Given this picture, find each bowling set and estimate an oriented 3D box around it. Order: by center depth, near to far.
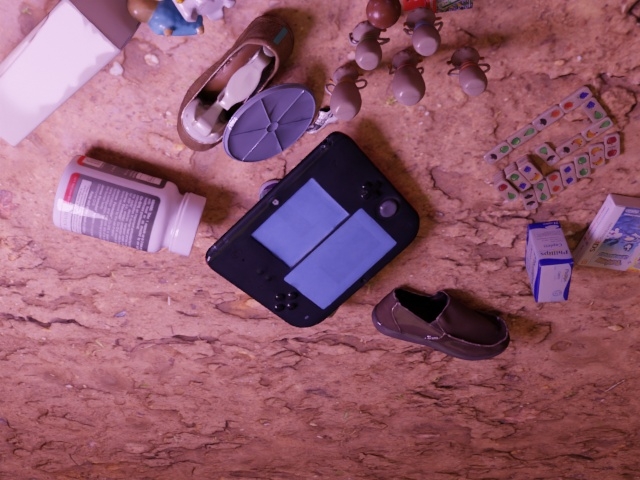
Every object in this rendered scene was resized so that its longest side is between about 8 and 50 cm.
[{"bbox_3d":[0.134,-0.334,0.951,0.286,0.154,0.200,-6,132,8],"label":"bowling set"}]

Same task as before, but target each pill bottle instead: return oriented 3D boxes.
[{"bbox_3d":[-0.401,-0.066,1.224,0.283,0.161,0.161,17,132,-12],"label":"pill bottle"}]

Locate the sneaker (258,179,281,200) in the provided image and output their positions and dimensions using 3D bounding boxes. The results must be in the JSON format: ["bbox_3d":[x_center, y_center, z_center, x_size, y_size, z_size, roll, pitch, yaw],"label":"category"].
[{"bbox_3d":[-0.025,-0.076,1.237,0.223,0.098,0.083,-2,133,5],"label":"sneaker"}]

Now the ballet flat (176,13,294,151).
[{"bbox_3d":[-0.174,-0.263,1.053,0.116,0.124,0.342,38,124,-23],"label":"ballet flat"}]

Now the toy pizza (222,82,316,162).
[{"bbox_3d":[-0.099,-0.226,1.088,0.201,0.032,0.201,-29,158,-13],"label":"toy pizza"}]

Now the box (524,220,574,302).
[{"bbox_3d":[0.514,0.049,1.296,0.072,0.137,0.126,-6,132,9],"label":"box"}]

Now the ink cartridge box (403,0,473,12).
[{"bbox_3d":[0.196,-0.415,0.956,0.115,0.029,0.063,-5,133,7],"label":"ink cartridge box"}]

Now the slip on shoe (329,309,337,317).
[{"bbox_3d":[-0.040,0.074,1.385,0.101,0.123,0.331,12,152,42],"label":"slip on shoe"}]

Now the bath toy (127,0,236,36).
[{"bbox_3d":[-0.165,-0.433,0.838,0.348,0.151,0.129,-18,91,45],"label":"bath toy"}]

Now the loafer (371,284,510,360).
[{"bbox_3d":[0.319,0.206,1.455,0.365,0.134,0.130,10,133,-6],"label":"loafer"}]

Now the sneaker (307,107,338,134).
[{"bbox_3d":[0.003,-0.243,1.130,0.083,0.032,0.037,-31,117,17],"label":"sneaker"}]

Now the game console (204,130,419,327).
[{"bbox_3d":[0.000,0.000,1.223,0.386,0.060,0.342,-43,131,8],"label":"game console"}]

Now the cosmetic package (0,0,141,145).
[{"bbox_3d":[-0.463,-0.316,0.998,0.309,0.160,0.113,-30,124,26],"label":"cosmetic package"}]

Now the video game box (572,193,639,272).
[{"bbox_3d":[0.711,-0.009,1.295,0.205,0.048,0.187,7,135,-3],"label":"video game box"}]

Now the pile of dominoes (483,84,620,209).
[{"bbox_3d":[0.478,-0.166,1.165,0.196,0.040,0.251,36,125,-27],"label":"pile of dominoes"}]
